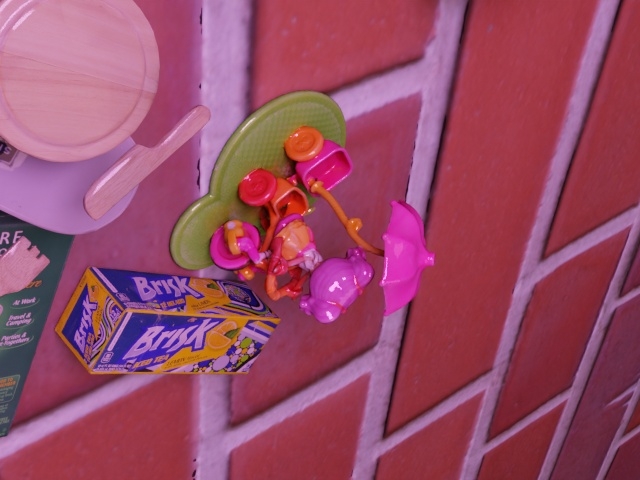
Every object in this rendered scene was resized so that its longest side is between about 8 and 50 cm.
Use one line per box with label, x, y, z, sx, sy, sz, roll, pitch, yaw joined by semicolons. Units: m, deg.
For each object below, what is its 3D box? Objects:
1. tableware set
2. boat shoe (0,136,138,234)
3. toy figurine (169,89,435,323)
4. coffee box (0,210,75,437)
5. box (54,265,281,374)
tableware set;-0.159;-0.046;0.479;0.194;0.039;0.128;-44;126;-12
boat shoe;-0.203;-0.081;0.512;0.095;0.084;0.258;-51;136;1
toy figurine;0.000;0.000;0.758;0.173;0.159;0.130;-42;146;-8
coffee box;-0.229;0.054;0.657;0.113;0.040;0.184;-7;129;-47
box;-0.110;0.063;0.791;0.169;0.054;0.059;9;117;-53
